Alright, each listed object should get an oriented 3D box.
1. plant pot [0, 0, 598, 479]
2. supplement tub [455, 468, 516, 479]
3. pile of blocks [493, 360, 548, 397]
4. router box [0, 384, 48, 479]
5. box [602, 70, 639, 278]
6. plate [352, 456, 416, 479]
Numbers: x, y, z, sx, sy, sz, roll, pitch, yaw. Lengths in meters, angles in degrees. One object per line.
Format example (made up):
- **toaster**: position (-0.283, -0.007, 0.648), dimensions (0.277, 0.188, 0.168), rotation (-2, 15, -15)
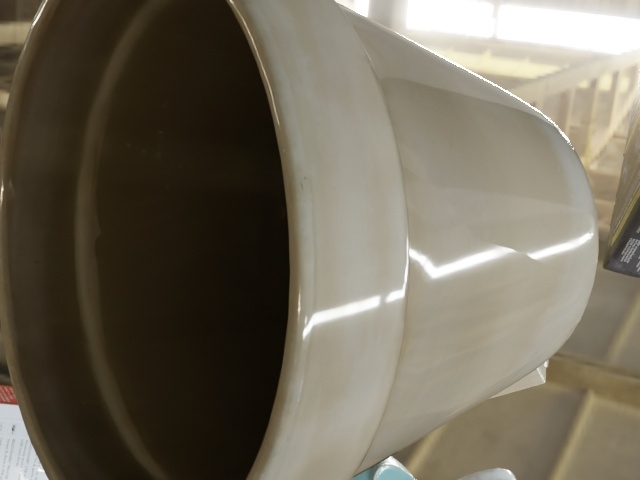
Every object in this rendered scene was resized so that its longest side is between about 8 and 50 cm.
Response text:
- **plant pot**: position (0.000, 0.000, 0.609), dimensions (0.280, 0.323, 0.323), rotation (-2, -162, -39)
- **supplement tub**: position (0.116, 0.210, 0.666), dimensions (0.071, 0.071, 0.107), rotation (-3, -130, -24)
- **pile of blocks**: position (0.032, 0.068, 0.909), dimensions (0.362, 0.112, 0.149), rotation (-8, -153, 46)
- **router box**: position (-0.339, 0.332, 1.131), dimensions (0.301, 0.335, 0.082), rotation (12, -178, -27)
- **box**: position (0.329, -0.180, 0.820), dimensions (0.097, 0.318, 0.395), rotation (15, 156, 8)
- **plate**: position (0.101, 0.345, 1.312), dimensions (0.188, 0.024, 0.188), rotation (39, -150, -27)
